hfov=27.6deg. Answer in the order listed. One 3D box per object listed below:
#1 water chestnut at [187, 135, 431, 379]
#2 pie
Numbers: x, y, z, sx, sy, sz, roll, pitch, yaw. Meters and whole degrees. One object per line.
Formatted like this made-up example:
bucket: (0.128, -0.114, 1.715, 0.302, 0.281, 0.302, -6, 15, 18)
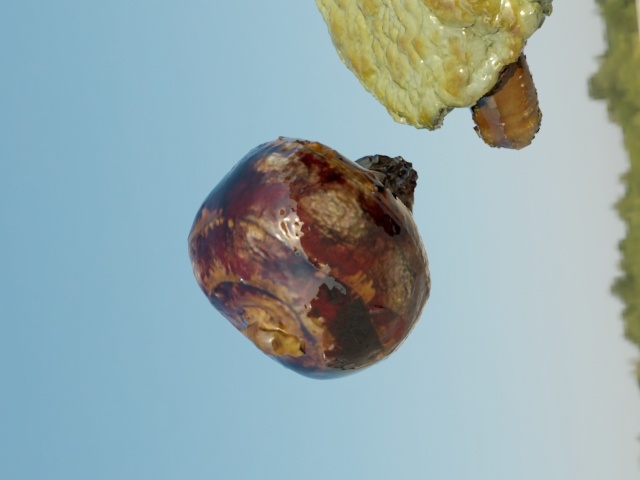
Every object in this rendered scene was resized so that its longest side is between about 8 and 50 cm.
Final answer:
water chestnut: (0.000, 0.000, 1.166, 0.238, 0.224, 0.223, -52, -32, -15)
pie: (0.076, -0.214, 1.013, 0.105, 0.257, 0.274, -35, -33, -33)
